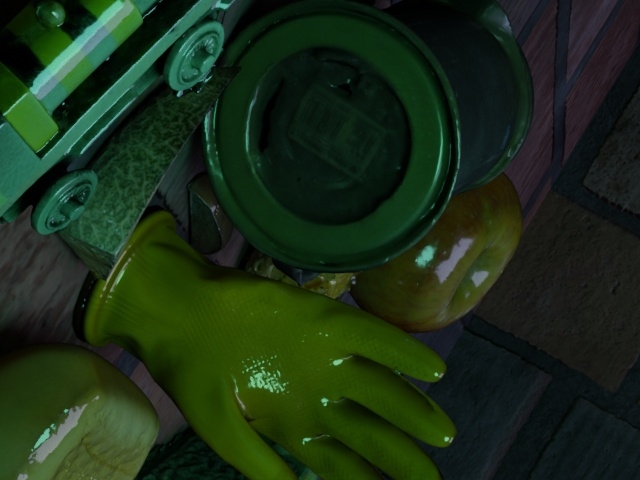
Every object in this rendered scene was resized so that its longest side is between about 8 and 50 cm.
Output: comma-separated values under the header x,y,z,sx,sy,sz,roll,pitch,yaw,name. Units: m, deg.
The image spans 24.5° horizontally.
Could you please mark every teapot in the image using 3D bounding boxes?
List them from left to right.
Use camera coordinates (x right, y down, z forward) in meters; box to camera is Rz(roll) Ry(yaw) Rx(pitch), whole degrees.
x,y,z,sx,sy,sz,roll,pitch,yaw,name
0.047,-0.081,1.221,0.270,0.200,0.337,-62,168,20,teapot

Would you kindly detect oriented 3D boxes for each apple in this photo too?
x,y,z,sx,sy,sz,roll,pitch,yaw,name
0.112,-0.007,1.632,0.210,0.173,0.235,-59,157,16,apple

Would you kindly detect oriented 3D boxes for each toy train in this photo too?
x,y,z,sx,sy,sz,roll,pitch,yaw,name
-0.131,-0.091,0.775,0.200,0.083,0.132,-49,164,-8,toy train
-0.108,0.291,1.505,0.272,0.159,0.188,-31,142,-61,toy train

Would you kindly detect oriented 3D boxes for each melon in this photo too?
x,y,z,sx,sy,sz,roll,pitch,yaw,name
-0.110,-0.059,1.012,0.182,0.054,0.098,-58,170,-10,melon

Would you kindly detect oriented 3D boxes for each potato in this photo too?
x,y,z,sx,sy,sz,roll,pitch,yaw,name
-0.084,-0.021,1.198,0.037,0.036,0.093,-48,161,-28,potato

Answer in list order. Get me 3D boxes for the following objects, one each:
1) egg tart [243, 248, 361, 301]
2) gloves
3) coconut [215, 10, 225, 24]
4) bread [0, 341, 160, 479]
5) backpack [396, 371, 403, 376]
x,y,z,sx,sy,sz,roll,pitch,yaw,name
0.001,0.001,1.439,0.212,0.090,0.212,-51,165,-19,egg tart
-0.030,0.095,1.093,0.116,0.294,0.133,-36,153,-59,gloves
-0.071,-0.190,0.869,0.133,0.055,0.158,-45,158,-39,coconut
-0.193,0.140,1.020,0.147,0.098,0.217,-50,165,-11,bread
-0.018,0.198,1.700,0.258,0.133,0.206,-53,174,-2,backpack
